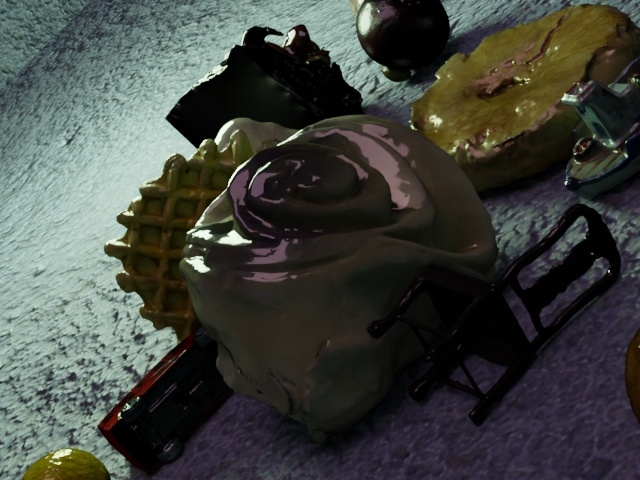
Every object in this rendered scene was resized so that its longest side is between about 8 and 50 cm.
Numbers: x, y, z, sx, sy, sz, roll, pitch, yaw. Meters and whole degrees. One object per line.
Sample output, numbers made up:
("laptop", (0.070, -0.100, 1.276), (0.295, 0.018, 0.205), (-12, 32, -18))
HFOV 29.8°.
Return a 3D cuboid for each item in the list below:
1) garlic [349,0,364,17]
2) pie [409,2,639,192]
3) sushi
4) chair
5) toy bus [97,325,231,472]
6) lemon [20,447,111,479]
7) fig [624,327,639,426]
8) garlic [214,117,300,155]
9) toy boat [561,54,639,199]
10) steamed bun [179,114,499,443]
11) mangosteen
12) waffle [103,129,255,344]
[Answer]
("garlic", (0.118, -0.448, 2.094), (0.159, 0.102, 0.147), (-31, 28, 10))
("pie", (0.255, -0.185, 1.522), (0.339, 0.083, 0.339), (-25, 30, 15))
("sushi", (-0.064, -0.217, 1.848), (0.227, 0.215, 0.212), (-37, 12, 49))
("chair", (0.176, 0.059, 1.182), (0.229, 0.106, 0.113), (-43, 31, -19))
("toy bus", (-0.170, 0.178, 1.422), (0.195, 0.081, 0.089), (-46, 19, -19))
("lemon", (-0.285, 0.289, 1.334), (0.109, 0.109, 0.133), (-26, 34, 18))
("fig", (0.290, 0.150, 0.912), (0.146, 0.133, 0.201), (136, 157, -72))
("garlic", (-0.089, -0.057, 1.639), (0.199, 0.199, 0.226), (-44, -1, -17))
("toy boat", (0.352, -0.161, 1.330), (0.262, 0.115, 0.114), (-41, 27, -12))
("steamed bun", (0.000, 0.000, 1.286), (0.346, 0.237, 0.394), (-15, 42, 21))
("mangosteen", (0.123, -0.320, 1.851), (0.152, 0.152, 0.152), (-27, 27, 15))
("waffle", (-0.124, 0.006, 1.489), (0.261, 0.250, 0.056), (-38, 1, -1))
